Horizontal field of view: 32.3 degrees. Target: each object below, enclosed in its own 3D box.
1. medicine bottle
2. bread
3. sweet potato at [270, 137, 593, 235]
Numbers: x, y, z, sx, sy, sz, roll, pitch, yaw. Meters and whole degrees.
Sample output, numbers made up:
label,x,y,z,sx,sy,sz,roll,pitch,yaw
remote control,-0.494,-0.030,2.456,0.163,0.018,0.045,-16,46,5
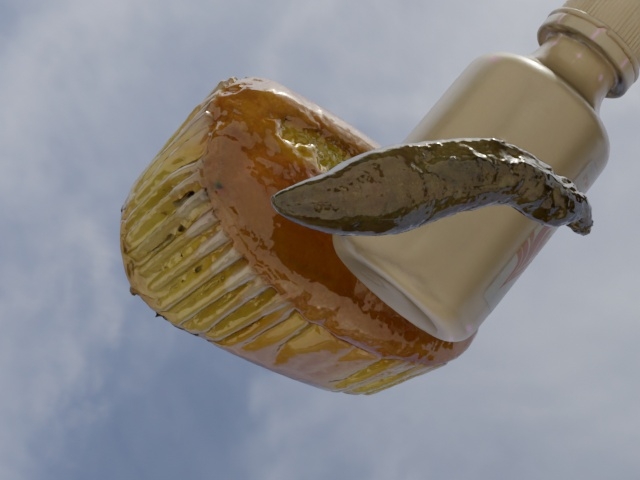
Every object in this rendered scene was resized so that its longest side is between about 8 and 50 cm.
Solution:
label,x,y,z,sx,sy,sz,roll,pitch,yaw
medicine bottle,0.123,-0.061,0.718,0.114,0.114,0.252,37,-98,16
bread,0.000,0.000,0.871,0.156,0.288,0.204,-36,-149,39
sweet potato,0.053,-0.022,0.462,0.153,0.041,0.038,1,-137,-21
